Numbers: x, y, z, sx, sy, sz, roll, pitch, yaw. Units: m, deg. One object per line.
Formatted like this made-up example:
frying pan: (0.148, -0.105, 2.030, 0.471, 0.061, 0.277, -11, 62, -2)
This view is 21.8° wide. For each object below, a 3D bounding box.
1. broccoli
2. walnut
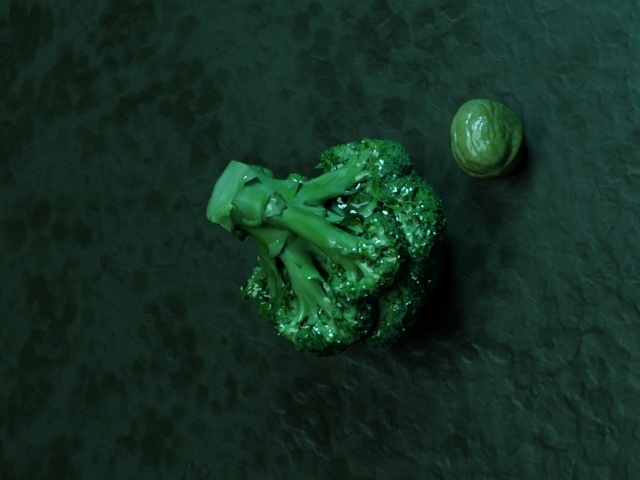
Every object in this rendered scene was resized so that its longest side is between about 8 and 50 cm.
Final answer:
broccoli: (0.000, 0.000, 1.781, 0.270, 0.270, 0.270, -36, 42, 40)
walnut: (0.178, -0.108, 1.769, 0.092, 0.092, 0.092, -4, 84, 35)
